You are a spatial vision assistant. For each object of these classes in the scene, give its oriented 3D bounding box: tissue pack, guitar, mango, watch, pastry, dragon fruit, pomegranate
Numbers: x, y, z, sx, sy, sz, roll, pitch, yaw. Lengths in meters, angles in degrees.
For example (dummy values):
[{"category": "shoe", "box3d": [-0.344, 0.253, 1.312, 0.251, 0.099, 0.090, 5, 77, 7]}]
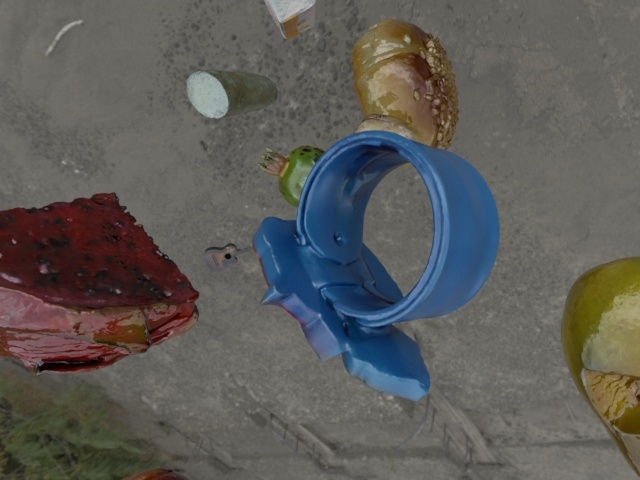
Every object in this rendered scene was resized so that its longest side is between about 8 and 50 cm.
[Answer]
[{"category": "tissue pack", "box3d": [-0.097, -0.685, 1.171, 0.124, 0.225, 0.184, -29, 103, 6]}, {"category": "guitar", "box3d": [-0.274, 0.036, 1.420, 0.234, 0.025, 0.088, -20, 117, -4]}, {"category": "mango", "box3d": [0.364, 0.145, 0.463, 0.261, 0.167, 0.130, 67, 166, 2]}, {"category": "watch", "box3d": [0.088, 0.026, 0.534, 0.242, 0.305, 0.274, 1, 139, -47]}, {"category": "pastry", "box3d": [0.252, -0.417, 1.194, 0.245, 0.409, 0.409, -13, 126, 27]}, {"category": "dragon fruit", "box3d": [-0.333, 0.077, 0.606, 0.302, 0.240, 0.330, 28, 141, -14]}, {"category": "pomegranate", "box3d": [-0.052, -0.164, 1.046, 0.205, 0.159, 0.159, 20, 141, -27]}]

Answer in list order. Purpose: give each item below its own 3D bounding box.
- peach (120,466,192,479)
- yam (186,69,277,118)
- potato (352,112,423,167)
[{"category": "peach", "box3d": [-0.239, 0.442, 0.616, 0.198, 0.197, 0.197, 11, 136, 11]}, {"category": "yam", "box3d": [-0.240, -0.436, 1.263, 0.133, 0.330, 0.133, 10, 112, 25]}, {"category": "potato", "box3d": [0.146, -0.220, 0.935, 0.171, 0.080, 0.107, 24, 114, 34]}]
